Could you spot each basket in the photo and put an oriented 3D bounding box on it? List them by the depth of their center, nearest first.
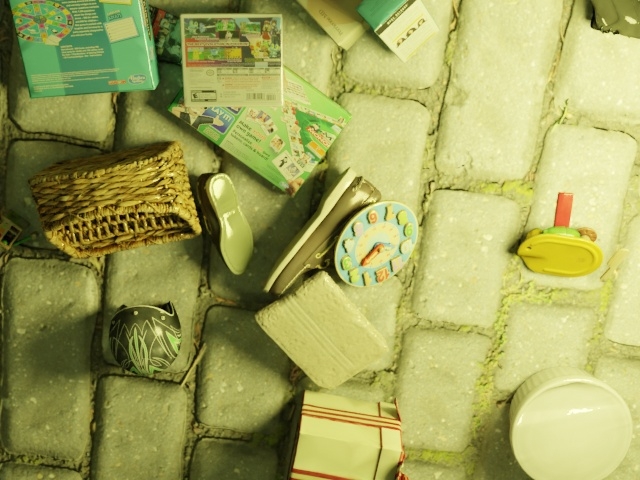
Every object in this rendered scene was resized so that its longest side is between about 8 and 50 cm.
[{"bbox_3d":[-0.411,-0.059,1.801,0.299,0.213,0.223,-9,106,3],"label":"basket"}]

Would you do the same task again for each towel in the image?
[{"bbox_3d":[0.008,0.200,1.934,0.187,0.049,0.282,-34,122,8],"label":"towel"}]

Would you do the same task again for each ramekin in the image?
[{"bbox_3d":[0.549,0.407,1.992,0.273,0.127,0.272,0,107,0],"label":"ramekin"}]

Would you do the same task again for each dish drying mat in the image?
[{"bbox_3d":[0.524,-0.063,1.913,0.032,0.008,0.083,4,108,1],"label":"dish drying mat"}]

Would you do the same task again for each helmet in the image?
[{"bbox_3d":[-0.376,0.206,1.908,0.169,0.161,0.169,0,107,0],"label":"helmet"}]

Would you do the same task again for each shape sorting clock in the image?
[{"bbox_3d":[0.120,0.010,1.864,0.206,0.040,0.206,-19,131,-24],"label":"shape sorting clock"}]

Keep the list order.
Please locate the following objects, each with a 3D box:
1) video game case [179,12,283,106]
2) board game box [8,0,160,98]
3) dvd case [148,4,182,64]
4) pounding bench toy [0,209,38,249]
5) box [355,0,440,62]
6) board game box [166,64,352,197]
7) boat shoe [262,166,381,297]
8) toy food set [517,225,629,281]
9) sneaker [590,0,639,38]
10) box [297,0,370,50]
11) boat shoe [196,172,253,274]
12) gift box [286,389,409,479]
[{"bbox_3d":[-0.175,-0.358,1.766,0.201,0.023,0.183,0,107,1],"label":"video game case"},{"bbox_3d":[-0.466,-0.456,1.725,0.254,0.079,0.336,-4,116,2],"label":"board game box"},{"bbox_3d":[-0.307,-0.414,1.800,0.119,0.013,0.087,23,105,-6],"label":"dvd case"},{"bbox_3d":[-0.655,-0.011,1.898,0.083,0.052,0.065,38,103,-11],"label":"pounding bench toy"},{"bbox_3d":[0.150,-0.417,1.681,0.100,0.244,0.060,-42,76,11],"label":"box"},{"bbox_3d":[-0.124,-0.265,1.829,0.317,0.046,0.213,35,102,-10],"label":"board game box"},{"bbox_3d":[0.000,0.000,1.876,0.097,0.116,0.324,36,98,-8],"label":"boat shoe"},{"bbox_3d":[0.534,0.015,1.909,0.218,0.071,0.128,10,140,2],"label":"toy food set"},{"bbox_3d":[0.611,-0.448,1.759,0.286,0.109,0.130,41,109,-2],"label":"sneaker"},{"bbox_3d":[0.108,-0.524,1.701,0.311,0.121,0.148,-43,90,11],"label":"box"},{"bbox_3d":[-0.204,-0.038,1.887,0.081,0.069,0.227,-27,115,-34],"label":"boat shoe"},{"bbox_3d":[0.067,0.477,1.947,0.258,0.255,0.276,12,110,-2],"label":"gift box"}]
